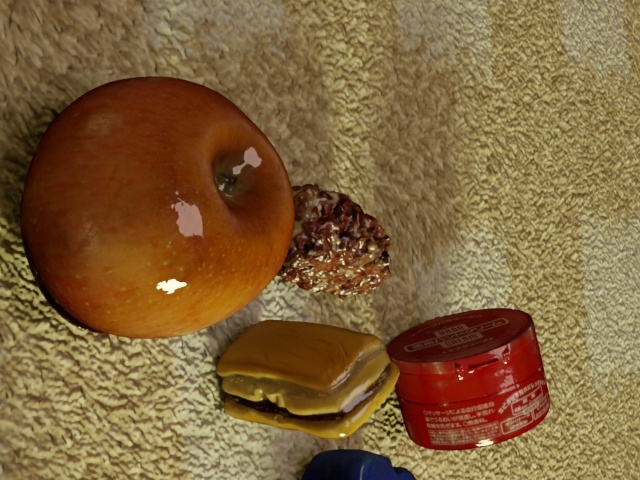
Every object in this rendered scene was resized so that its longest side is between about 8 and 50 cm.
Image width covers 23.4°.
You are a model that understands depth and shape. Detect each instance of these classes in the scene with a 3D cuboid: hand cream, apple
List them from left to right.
[{"bbox_3d":[-0.147,-0.032,1.451,0.272,0.206,0.251,23,65,-51],"label":"apple"},{"bbox_3d":[0.185,0.171,1.926,0.193,0.193,0.125,-29,110,-53],"label":"hand cream"}]

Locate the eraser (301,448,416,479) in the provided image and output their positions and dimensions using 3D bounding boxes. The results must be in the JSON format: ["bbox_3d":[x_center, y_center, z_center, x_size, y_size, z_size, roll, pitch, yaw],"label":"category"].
[{"bbox_3d":[0.023,0.409,1.748,0.155,0.102,0.332,33,59,-47],"label":"eraser"}]

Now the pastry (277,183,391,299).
[{"bbox_3d":[0.002,0.000,1.753,0.208,0.115,0.097,22,57,-51],"label":"pastry"}]

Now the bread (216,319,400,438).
[{"bbox_3d":[-0.018,0.141,1.625,0.116,0.200,0.077,-38,120,-36],"label":"bread"}]
